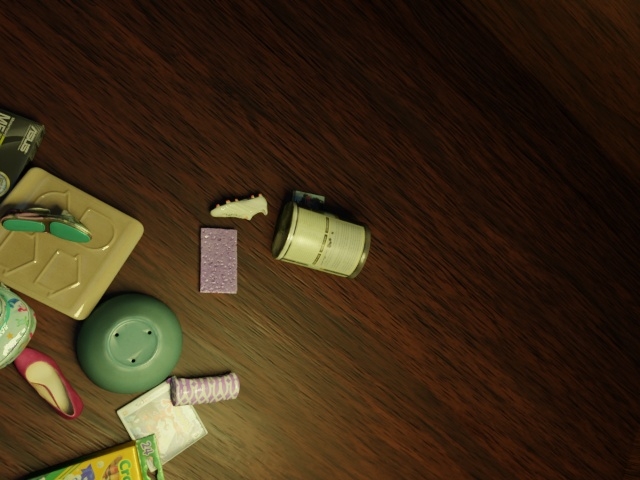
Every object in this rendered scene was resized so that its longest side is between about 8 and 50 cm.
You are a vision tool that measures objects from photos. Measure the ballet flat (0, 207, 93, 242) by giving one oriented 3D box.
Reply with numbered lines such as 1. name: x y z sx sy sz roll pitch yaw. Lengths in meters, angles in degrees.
1. ballet flat: -0.729 -0.052 1.299 0.222 0.077 0.079 10 47 -20

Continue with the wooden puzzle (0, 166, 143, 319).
1. wooden puzzle: -0.735 0.010 1.359 0.348 0.080 0.322 31 67 -13

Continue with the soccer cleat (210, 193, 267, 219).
1. soccer cleat: -0.265 -0.100 1.596 0.196 0.068 0.076 -16 89 -28

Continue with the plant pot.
1. plant pot: -0.521 0.282 1.335 0.290 0.195 0.290 5 77 -22

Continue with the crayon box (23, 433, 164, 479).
1. crayon box: -0.584 0.671 1.275 0.323 0.083 0.203 -12 84 -20

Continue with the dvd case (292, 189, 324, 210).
1. dvd case: -0.045 -0.126 1.721 0.119 0.013 0.087 11 75 -20

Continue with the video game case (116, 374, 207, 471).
1. video game case: -0.458 0.530 1.404 0.183 0.023 0.201 -30 92 -25

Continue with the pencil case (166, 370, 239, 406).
1. pencil case: -0.341 0.436 1.428 0.206 0.086 0.088 4 41 -33

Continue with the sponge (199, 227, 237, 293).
1. sponge: -0.328 0.066 1.552 0.117 0.031 0.210 3 79 -22

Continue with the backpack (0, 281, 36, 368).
1. backpack: -0.868 0.207 1.211 0.253 0.191 0.225 36 64 -14

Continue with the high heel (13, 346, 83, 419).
1. high heel: -0.724 0.376 1.272 0.082 0.117 0.244 -38 95 -25

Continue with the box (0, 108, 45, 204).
1. box: -0.937 -0.242 1.344 0.216 0.060 0.270 21 72 -17

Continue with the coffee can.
1. coffee can: 0.000 0.000 1.609 0.275 0.201 0.201 16 73 -19
